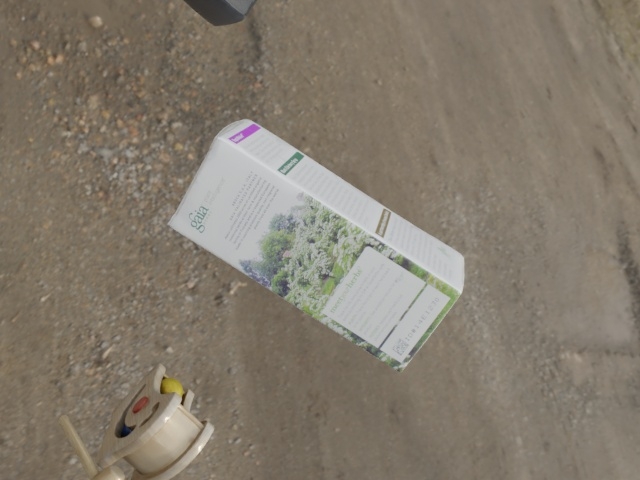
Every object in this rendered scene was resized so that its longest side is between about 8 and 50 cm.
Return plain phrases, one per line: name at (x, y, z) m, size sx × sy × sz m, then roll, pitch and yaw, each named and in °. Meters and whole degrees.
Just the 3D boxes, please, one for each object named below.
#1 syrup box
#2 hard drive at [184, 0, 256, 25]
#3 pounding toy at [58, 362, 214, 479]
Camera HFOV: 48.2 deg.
syrup box at (0.000, 0.000, 0.621) m, size 0.237 × 0.093 × 0.096 m, roll 33°, pitch 22°, yaw 0°
hard drive at (-0.101, -0.312, 0.598) m, size 0.172 × 0.054 × 0.254 m, roll -56°, pitch 147°, yaw -5°
pounding toy at (-0.254, 0.246, 1.003) m, size 0.155 × 0.154 × 0.269 m, roll 47°, pitch 8°, yaw -16°
